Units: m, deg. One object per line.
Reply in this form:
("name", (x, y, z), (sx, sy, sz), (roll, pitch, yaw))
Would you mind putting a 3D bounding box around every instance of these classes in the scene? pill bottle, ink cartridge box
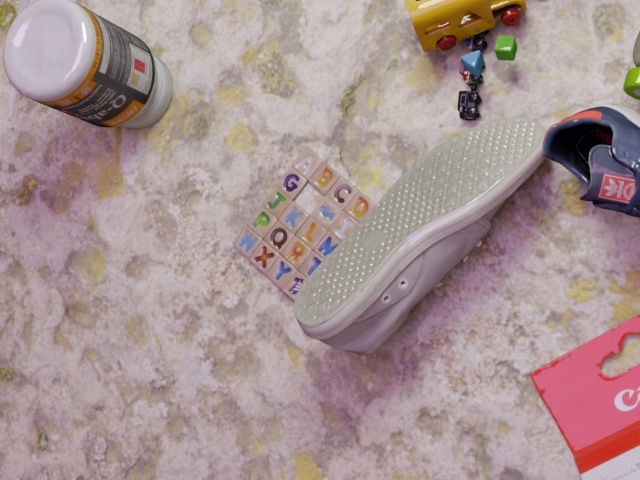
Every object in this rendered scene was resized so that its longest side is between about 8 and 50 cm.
("pill bottle", (-0.358, -0.270, 1.765), (0.162, 0.278, 0.162), (-3, 81, 22))
("ink cartridge box", (0.487, 0.274, 1.448), (0.308, 0.091, 0.385), (-31, 74, 15))

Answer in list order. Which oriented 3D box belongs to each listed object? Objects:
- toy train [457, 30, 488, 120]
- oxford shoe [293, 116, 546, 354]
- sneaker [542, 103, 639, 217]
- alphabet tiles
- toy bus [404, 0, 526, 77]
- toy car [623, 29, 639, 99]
("toy train", (0.225, -0.257, 1.662), (0.036, 0.027, 0.158), (3, 83, 33))
("oxford shoe", (0.156, -0.005, 1.610), (0.449, 0.130, 0.169), (-44, 34, 0))
("sneaker", (0.427, -0.067, 1.429), (0.350, 0.148, 0.131), (38, 130, 45))
("alphabet tiles", (0.000, 0.000, 1.728), (0.237, 0.009, 0.198), (41, 98, 22))
("toy bus", (0.214, -0.361, 1.616), (0.190, 0.104, 0.202), (23, 75, 27))
("toy car", (0.530, -0.258, 1.501), (0.188, 0.149, 0.155), (19, 77, -1))
